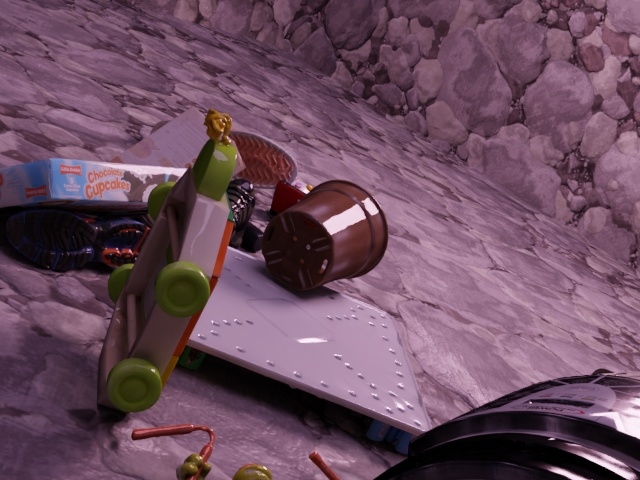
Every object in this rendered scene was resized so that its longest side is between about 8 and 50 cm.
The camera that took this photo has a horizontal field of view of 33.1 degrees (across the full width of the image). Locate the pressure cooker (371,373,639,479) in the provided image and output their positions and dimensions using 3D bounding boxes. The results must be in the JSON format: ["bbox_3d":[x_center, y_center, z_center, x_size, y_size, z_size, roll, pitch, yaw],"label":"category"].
[{"bbox_3d":[0.188,0.312,0.806,0.375,0.370,0.420,46,24,24],"label":"pressure cooker"}]

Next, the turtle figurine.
[{"bbox_3d":[-0.061,0.280,1.017,0.269,0.087,0.217,27,21,-31],"label":"turtle figurine"}]

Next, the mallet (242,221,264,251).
[{"bbox_3d":[-0.080,0.000,1.949,0.062,0.039,0.190,39,16,36],"label":"mallet"}]

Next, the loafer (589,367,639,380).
[{"bbox_3d":[0.532,0.271,1.919,0.319,0.112,0.111,3,37,-53],"label":"loafer"}]

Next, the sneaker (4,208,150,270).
[{"bbox_3d":[-0.345,-0.004,1.499,0.087,0.083,0.221,18,5,41],"label":"sneaker"}]

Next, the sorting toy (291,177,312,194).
[{"bbox_3d":[-0.060,-0.096,2.278,0.083,0.045,0.075,30,36,13],"label":"sorting toy"}]

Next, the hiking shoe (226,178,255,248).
[{"bbox_3d":[-0.159,-0.054,1.771,0.086,0.114,0.227,22,-1,3],"label":"hiking shoe"}]

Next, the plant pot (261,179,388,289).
[{"bbox_3d":[0.000,0.000,1.693,0.167,0.167,0.165,31,24,16],"label":"plant pot"}]

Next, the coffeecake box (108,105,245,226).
[{"bbox_3d":[-0.245,-0.124,1.807,0.142,0.185,0.068,42,-19,41],"label":"coffeecake box"}]

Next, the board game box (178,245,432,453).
[{"bbox_3d":[-0.051,0.133,1.550,0.390,0.050,0.390,23,17,-12],"label":"board game box"}]

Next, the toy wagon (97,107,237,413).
[{"bbox_3d":[-0.162,0.022,1.190,0.068,0.344,0.267,23,16,-19],"label":"toy wagon"}]

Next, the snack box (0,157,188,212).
[{"bbox_3d":[-0.335,-0.071,1.556,0.187,0.060,0.322,-7,-4,33],"label":"snack box"}]

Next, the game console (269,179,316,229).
[{"bbox_3d":[-0.018,-0.058,2.138,0.144,0.124,0.085,31,43,15],"label":"game console"}]

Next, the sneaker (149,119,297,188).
[{"bbox_3d":[-0.187,-0.185,2.176,0.302,0.108,0.121,17,12,0],"label":"sneaker"}]
